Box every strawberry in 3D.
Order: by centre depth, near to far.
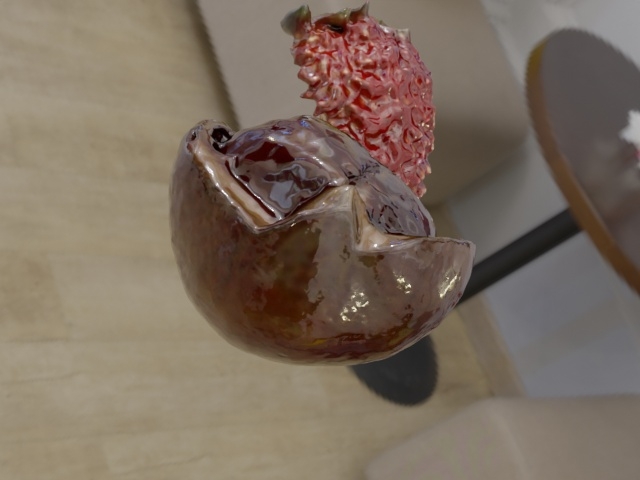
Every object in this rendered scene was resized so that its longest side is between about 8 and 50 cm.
[{"bbox_3d":[0.060,-0.092,1.264,0.233,0.138,0.306,-37,113,-84],"label":"strawberry"}]

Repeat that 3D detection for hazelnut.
[{"bbox_3d":[0.000,-0.001,0.814,0.202,0.160,0.170,4,24,0],"label":"hazelnut"}]
